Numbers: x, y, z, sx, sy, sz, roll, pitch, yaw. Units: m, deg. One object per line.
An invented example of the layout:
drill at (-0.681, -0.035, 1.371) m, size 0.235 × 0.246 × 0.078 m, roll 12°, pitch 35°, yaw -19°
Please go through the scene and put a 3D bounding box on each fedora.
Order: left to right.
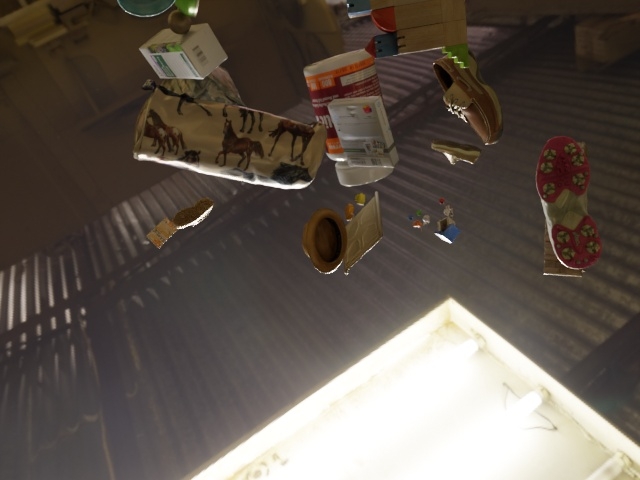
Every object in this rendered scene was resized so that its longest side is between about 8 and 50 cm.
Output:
fedora at (0.000, 0.000, 1.540) m, size 0.079 × 0.194 × 0.194 m, roll 1°, pitch -140°, yaw 41°

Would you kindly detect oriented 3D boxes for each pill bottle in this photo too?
pill bottle at (0.101, -0.391, 1.673) m, size 0.224 × 0.392 × 0.224 m, roll -15°, pitch -160°, yaw 6°

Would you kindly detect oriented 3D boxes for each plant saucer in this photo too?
plant saucer at (-0.336, -0.485, 1.002) m, size 0.119 × 0.021 × 0.119 m, roll -23°, pitch 165°, yaw -6°

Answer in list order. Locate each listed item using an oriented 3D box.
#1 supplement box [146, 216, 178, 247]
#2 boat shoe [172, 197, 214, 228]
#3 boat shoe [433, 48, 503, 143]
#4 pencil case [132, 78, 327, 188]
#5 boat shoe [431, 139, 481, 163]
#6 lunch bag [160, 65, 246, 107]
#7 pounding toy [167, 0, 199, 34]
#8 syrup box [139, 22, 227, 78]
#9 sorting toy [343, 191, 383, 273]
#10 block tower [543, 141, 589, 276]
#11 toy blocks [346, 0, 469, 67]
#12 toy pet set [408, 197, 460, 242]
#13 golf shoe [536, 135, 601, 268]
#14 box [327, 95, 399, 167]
supplement box at (-0.567, -0.029, 1.861) m, size 0.098 × 0.062 × 0.036 m, roll -47°, pitch -166°, yaw -10°
boat shoe at (-0.410, -0.076, 1.677) m, size 0.063 × 0.059 × 0.170 m, roll 37°, pitch -136°, yaw 13°
boat shoe at (0.407, -0.401, 1.467) m, size 0.119 × 0.123 × 0.324 m, roll -13°, pitch -120°, yaw -3°
pencil case at (-0.188, -0.226, 1.143) m, size 0.410 × 0.160 × 0.184 m, roll 9°, pitch -116°, yaw -15°
boat shoe at (0.465, -0.299, 1.800) m, size 0.189 × 0.072 × 0.068 m, roll 9°, pitch -151°, yaw -16°
lunch bag at (-0.388, -0.386, 1.529) m, size 0.287 × 0.169 × 0.235 m, roll -42°, pitch -134°, yaw 16°
pounding toy at (-0.322, -0.568, 1.107) m, size 0.110 × 0.183 × 0.237 m, roll 0°, pitch 175°, yaw -20°
syrup box at (-0.346, -0.467, 1.294) m, size 0.236 × 0.093 × 0.096 m, roll 18°, pitch -120°, yaw 45°
sorting toy at (0.145, -0.056, 1.782) m, size 0.229 × 0.041 × 0.307 m, roll -52°, pitch -156°, yaw 36°
block tower at (0.639, -0.075, 1.348) m, size 0.090 × 0.097 × 0.336 m, roll 1°, pitch -96°, yaw 34°
toy blocks at (0.162, -0.545, 1.102) m, size 0.260 × 0.382 × 0.191 m, roll -7°, pitch -162°, yaw 7°
toy pet set at (0.327, -0.041, 1.461) m, size 0.122 × 0.114 × 0.065 m, roll -31°, pitch -142°, yaw 37°
golf shoe at (0.556, -0.082, 1.193) m, size 0.115 × 0.307 × 0.140 m, roll -5°, pitch 170°, yaw 16°
box at (0.111, -0.276, 1.338) m, size 0.145 × 0.186 × 0.038 m, roll 8°, pitch -134°, yaw 38°
